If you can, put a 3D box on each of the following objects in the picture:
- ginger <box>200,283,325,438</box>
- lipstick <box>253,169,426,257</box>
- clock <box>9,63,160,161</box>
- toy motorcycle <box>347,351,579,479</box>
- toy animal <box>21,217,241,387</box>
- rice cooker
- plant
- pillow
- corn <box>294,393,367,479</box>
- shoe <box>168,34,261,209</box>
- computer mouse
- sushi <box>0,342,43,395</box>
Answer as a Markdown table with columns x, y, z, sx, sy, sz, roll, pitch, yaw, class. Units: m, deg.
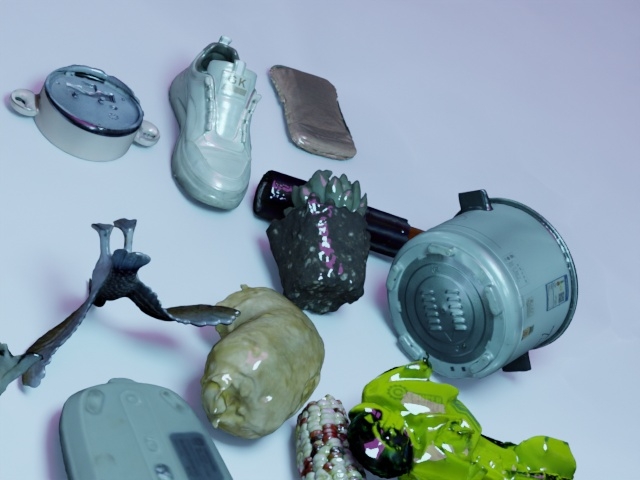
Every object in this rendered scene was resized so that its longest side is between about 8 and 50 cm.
| x | y | z | sx | sy | sz | roll | pitch | yaw | class |
| --- | --- | --- | --- | --- | --- | --- | --- | --- | --- |
| -0.074 | 0.156 | 1.669 | 0.152 | 0.138 | 0.267 | 11 | 25 | 3 | ginger |
| 0.042 | -0.030 | 2.023 | 0.300 | 0.081 | 0.081 | 19 | 38 | -18 | lipstick |
| -0.336 | -0.189 | 1.931 | 0.229 | 0.063 | 0.155 | 15 | 40 | -26 | clock |
| 0.172 | 0.266 | 1.701 | 0.342 | 0.142 | 0.206 | 26 | 41 | -21 | toy motorcycle |
| -0.245 | 0.051 | 1.626 | 0.272 | 0.160 | 0.197 | -5 | 27 | -23 | toy animal |
| 0.237 | 0.069 | 1.930 | 0.227 | 0.241 | 0.280 | -24 | 100 | -45 | rice cooker |
| 0.000 | 0.000 | 1.891 | 0.129 | 0.132 | 0.194 | 21 | 55 | -34 | plant |
| -0.012 | -0.218 | 2.246 | 0.135 | 0.034 | 0.211 | 16 | 40 | -30 | pillow |
| 0.015 | 0.302 | 1.601 | 0.092 | 0.092 | 0.280 | 15 | 38 | -25 | corn |
| -0.148 | -0.196 | 2.006 | 0.124 | 0.159 | 0.316 | 14 | 37 | -28 | shoe |
| -0.183 | 0.287 | 1.466 | 0.197 | 0.095 | 0.331 | 9 | 33 | -32 | computer mouse |
| -0.435 | 0.139 | 1.358 | 0.139 | 0.184 | 0.274 | 46 | 36 | 14 | sushi |
